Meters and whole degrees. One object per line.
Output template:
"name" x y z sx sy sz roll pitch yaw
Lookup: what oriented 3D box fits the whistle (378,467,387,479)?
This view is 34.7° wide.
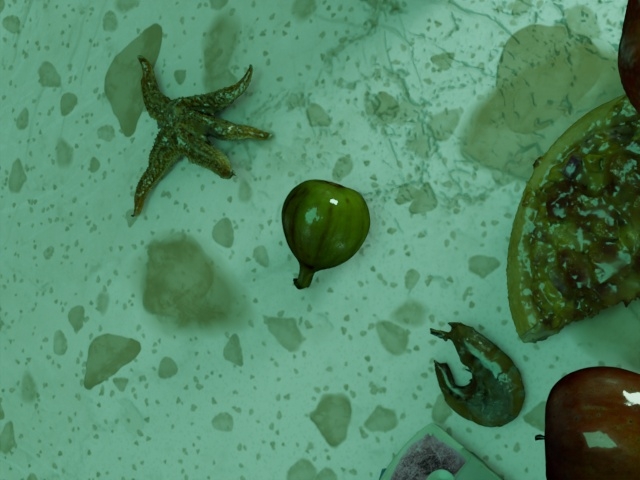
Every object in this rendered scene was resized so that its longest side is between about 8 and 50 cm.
"whistle" 0.115 0.451 1.637 0.090 0.090 0.158 -1 48 29

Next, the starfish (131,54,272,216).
"starfish" -0.228 -0.188 1.846 0.293 0.084 0.301 4 85 30

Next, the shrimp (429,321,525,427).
"shrimp" 0.232 0.209 1.590 0.132 0.051 0.187 -43 72 20

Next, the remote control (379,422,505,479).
"remote control" 0.250 0.429 1.545 0.344 0.050 0.145 39 79 25

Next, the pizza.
"pizza" 0.407 -0.018 1.480 0.277 0.114 0.409 37 107 30

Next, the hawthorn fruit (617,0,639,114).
"hawthorn fruit" 0.522 -0.250 1.328 0.284 0.284 0.284 -2 87 29

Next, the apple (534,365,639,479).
"apple" 0.407 0.283 1.401 0.234 0.234 0.234 -2 87 29

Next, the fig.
"fig" -0.009 -0.010 1.682 0.148 0.142 0.186 21 84 55
